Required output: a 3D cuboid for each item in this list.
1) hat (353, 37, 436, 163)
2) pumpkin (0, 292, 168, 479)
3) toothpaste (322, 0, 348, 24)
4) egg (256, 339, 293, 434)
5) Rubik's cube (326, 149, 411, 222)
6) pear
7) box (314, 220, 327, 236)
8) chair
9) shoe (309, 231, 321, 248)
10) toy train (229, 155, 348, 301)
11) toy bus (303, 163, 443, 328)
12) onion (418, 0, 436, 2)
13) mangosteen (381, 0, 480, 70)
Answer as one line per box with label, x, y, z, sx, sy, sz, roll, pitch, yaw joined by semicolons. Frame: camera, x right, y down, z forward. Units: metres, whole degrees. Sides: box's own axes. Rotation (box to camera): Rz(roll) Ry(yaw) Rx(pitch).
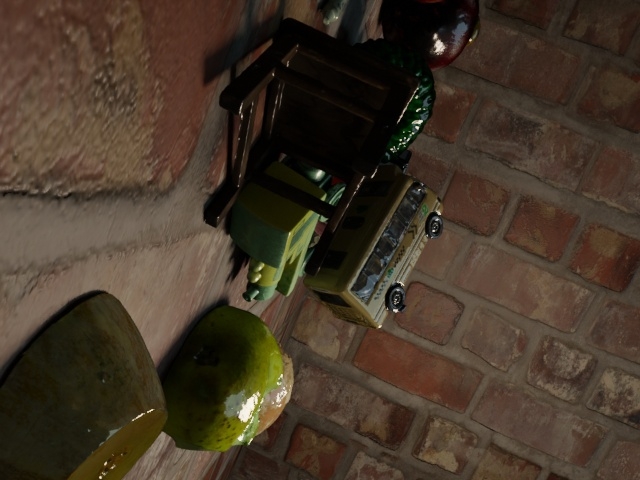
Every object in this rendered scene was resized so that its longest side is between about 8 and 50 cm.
hat;0.117;-0.357;1.196;0.274;0.242;0.332;-54;-154;26
pumpkin;-0.220;0.175;0.487;0.217;0.110;0.217;-61;176;-6
toothpaste;0.039;-0.429;0.868;0.048;0.029;0.197;107;5;-53
egg;-0.166;0.341;1.174;0.203;0.203;0.245;55;49;-84
Rubik's cube;0.104;-0.178;1.433;0.246;0.248;0.250;-56;169;-68
pear;-0.176;0.266;0.942;0.282;0.176;0.287;90;23;-73
box;0.000;0.000;1.789;0.151;0.135;0.151;22;90;-86
chair;0.018;-0.195;0.743;0.241;0.203;0.416;111;4;-51
shoe;-0.067;0.031;1.446;0.275;0.098;0.103;-56;164;-59
toy train;-0.077;-0.002;0.968;0.237;0.150;0.369;-49;167;-37
toy bus;0.131;0.007;1.170;0.177;0.202;0.365;4;-124;51
onion;0.282;-0.651;1.070;0.273;0.285;0.273;180;-90;-67
mangosteen;0.320;-0.629;1.410;0.297;0.293;0.297;-164;-90;-84
